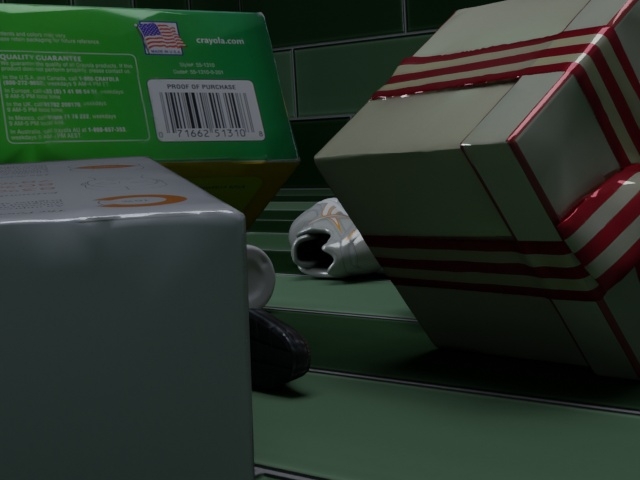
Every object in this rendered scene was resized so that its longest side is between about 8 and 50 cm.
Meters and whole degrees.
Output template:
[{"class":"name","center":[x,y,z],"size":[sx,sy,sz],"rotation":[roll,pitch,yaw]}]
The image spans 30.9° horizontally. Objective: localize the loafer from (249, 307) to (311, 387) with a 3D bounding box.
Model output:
[{"class":"loafer","center":[-0.045,0.082,0.931],"size":[0.061,0.062,0.170],"rotation":[-1,5,-28]}]

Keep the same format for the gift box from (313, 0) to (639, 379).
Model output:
[{"class":"gift box","center":[0.203,-0.046,0.927],"size":[0.258,0.276,0.255],"rotation":[0,46,54]}]

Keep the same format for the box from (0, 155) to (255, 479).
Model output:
[{"class":"box","center":[-0.178,0.049,0.686],"size":[0.215,0.168,0.345],"rotation":[-5,9,-14]}]

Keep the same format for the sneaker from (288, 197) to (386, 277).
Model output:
[{"class":"sneaker","center":[0.000,0.000,1.557],"size":[0.121,0.099,0.262],"rotation":[-11,7,-25]}]

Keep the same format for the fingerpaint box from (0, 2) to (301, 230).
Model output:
[{"class":"fingerpaint box","center":[-0.298,-0.051,1.044],"size":[0.445,0.163,0.371],"rotation":[-3,-23,-25]}]

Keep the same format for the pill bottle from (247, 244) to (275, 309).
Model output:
[{"class":"pill bottle","center":[-0.119,0.040,1.291],"size":[0.078,0.078,0.137],"rotation":[-8,7,-36]}]
